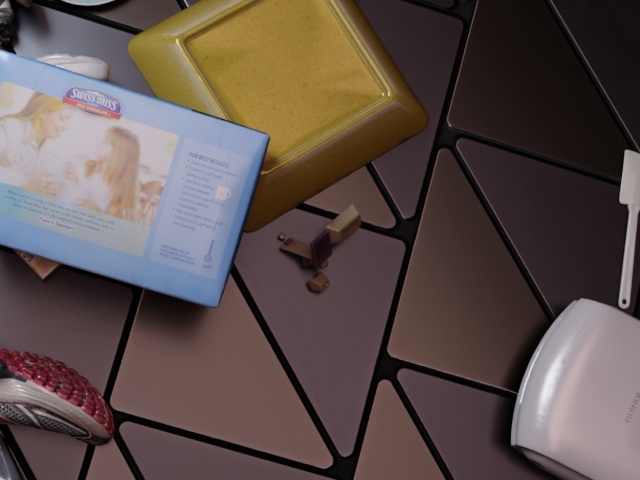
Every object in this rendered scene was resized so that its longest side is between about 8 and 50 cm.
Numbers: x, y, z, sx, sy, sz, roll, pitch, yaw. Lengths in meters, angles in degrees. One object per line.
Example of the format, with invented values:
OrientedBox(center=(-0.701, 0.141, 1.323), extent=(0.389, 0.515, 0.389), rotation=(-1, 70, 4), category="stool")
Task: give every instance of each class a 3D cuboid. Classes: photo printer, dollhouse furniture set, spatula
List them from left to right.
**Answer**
OrientedBox(center=(0.000, 0.000, 1.767), extent=(0.081, 0.091, 0.114), rotation=(21, 46, 35), category="dollhouse furniture set")
OrientedBox(center=(0.433, 0.242, 1.741), extent=(0.307, 0.107, 0.256), rotation=(28, 77, -3), category="photo printer")
OrientedBox(center=(0.524, -0.008, 1.846), extent=(0.168, 0.019, 0.242), rotation=(9, 79, -8), category="spatula")

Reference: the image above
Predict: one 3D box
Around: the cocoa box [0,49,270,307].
OrientedBox(center=(-0.260, -0.075, 1.566), extent=(0.347, 0.228, 0.231), rotation=(17, 91, -6), category="cocoa box")

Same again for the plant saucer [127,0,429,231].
OrientedBox(center=(-0.052, -0.233, 1.763), extent=(0.333, 0.081, 0.333), rotation=(-32, 87, -13), category="plant saucer")

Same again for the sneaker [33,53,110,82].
OrientedBox(center=(-0.397, -0.187, 1.706), extent=(0.232, 0.090, 0.115), rotation=(-15, 89, -2), category="sneaker")

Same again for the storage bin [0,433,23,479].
OrientedBox(center=(-0.451, 0.311, 1.603), extent=(0.135, 0.098, 0.091), rotation=(-21, 74, -12), category="storage bin")

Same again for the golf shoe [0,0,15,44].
OrientedBox(center=(-0.527, -0.311, 1.712), extent=(0.198, 0.077, 0.094), rotation=(-8, 71, -17), category="golf shoe")

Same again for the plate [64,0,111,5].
OrientedBox(center=(-0.336, -0.424, 1.780), extent=(0.188, 0.024, 0.188), rotation=(2, 80, -10), category="plate")

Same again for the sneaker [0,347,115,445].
OrientedBox(center=(-0.407, 0.203, 1.606), extent=(0.299, 0.121, 0.112), rotation=(25, 100, -22), category="sneaker")

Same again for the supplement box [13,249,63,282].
OrientedBox(center=(-0.390, 0.001, 1.690), extent=(0.062, 0.036, 0.098), rotation=(-44, 89, -13), category="supplement box")

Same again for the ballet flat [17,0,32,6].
OrientedBox(center=(-0.482, -0.447, 1.720), extent=(0.106, 0.107, 0.316), rotation=(-18, 70, -7), category="ballet flat")
